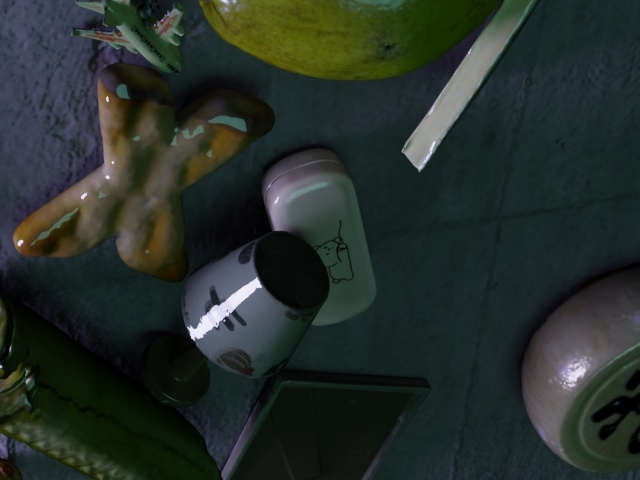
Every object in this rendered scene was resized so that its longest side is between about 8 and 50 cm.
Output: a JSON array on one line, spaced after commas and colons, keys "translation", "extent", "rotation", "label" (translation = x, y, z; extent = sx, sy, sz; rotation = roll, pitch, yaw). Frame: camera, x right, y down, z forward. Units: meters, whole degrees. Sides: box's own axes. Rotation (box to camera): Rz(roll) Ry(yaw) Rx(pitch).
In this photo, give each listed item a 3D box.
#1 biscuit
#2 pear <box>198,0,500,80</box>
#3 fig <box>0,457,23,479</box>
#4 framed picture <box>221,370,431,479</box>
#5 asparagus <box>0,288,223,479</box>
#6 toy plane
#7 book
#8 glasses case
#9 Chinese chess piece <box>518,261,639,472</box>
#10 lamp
[{"translation": [-0.149, -0.055, 1.300], "extent": [0.164, 0.047, 0.208], "rotation": [14, 128, -29], "label": "biscuit"}, {"translation": [0.032, -0.222, 1.104], "extent": [0.269, 0.212, 0.212], "rotation": [-21, 137, -16], "label": "pear"}, {"translation": [-0.327, 0.250, 1.524], "extent": [0.050, 0.050, 0.083], "rotation": [15, 138, -34], "label": "fig"}, {"translation": [-0.012, 0.240, 1.665], "extent": [0.189, 0.023, 0.260], "rotation": [6, 129, -28], "label": "framed picture"}, {"translation": [-0.216, 0.165, 1.436], "extent": [0.382, 0.128, 0.108], "rotation": [42, 75, -46], "label": "asparagus"}, {"translation": [-0.139, -0.165, 1.199], "extent": [0.102, 0.040, 0.111], "rotation": [-4, 159, 30], "label": "toy plane"}, {"translation": [0.168, -0.202, 1.218], "extent": [0.026, 0.201, 0.289], "rotation": [34, 121, 2], "label": "book"}, {"translation": [0.000, 0.000, 1.418], "extent": [0.083, 0.050, 0.196], "rotation": [-22, 136, -5], "label": "glasses case"}, {"translation": [0.344, 0.140, 1.666], "extent": [0.257, 0.104, 0.257], "rotation": [-12, 136, -12], "label": "Chinese chess piece"}, {"translation": [-0.084, 0.079, 1.394], "extent": [0.121, 0.121, 0.214], "rotation": [15, 142, -34], "label": "lamp"}]
